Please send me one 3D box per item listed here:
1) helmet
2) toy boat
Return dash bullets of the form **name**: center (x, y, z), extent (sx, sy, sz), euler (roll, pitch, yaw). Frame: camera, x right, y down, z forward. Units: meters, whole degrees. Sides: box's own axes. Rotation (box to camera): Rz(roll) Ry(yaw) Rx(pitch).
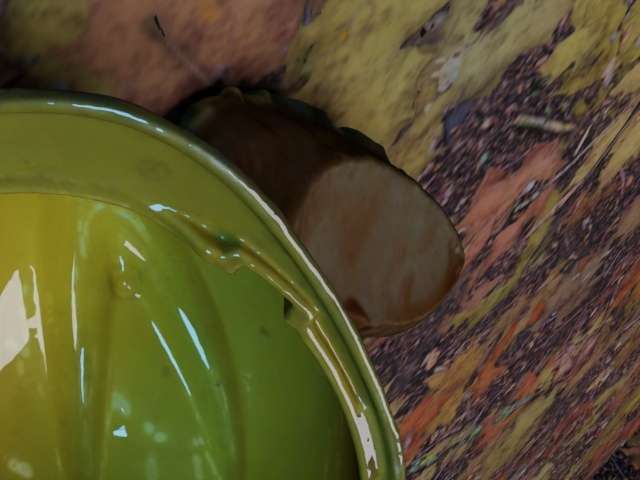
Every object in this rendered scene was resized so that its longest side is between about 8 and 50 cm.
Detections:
- **helmet**: center (-0.078, 0.037, 0.462), extent (0.140, 0.205, 0.257), euler (-90, 170, -59)
- **toy boat**: center (0.011, 0.003, 0.649), extent (0.293, 0.099, 0.108), euler (20, 84, -67)
